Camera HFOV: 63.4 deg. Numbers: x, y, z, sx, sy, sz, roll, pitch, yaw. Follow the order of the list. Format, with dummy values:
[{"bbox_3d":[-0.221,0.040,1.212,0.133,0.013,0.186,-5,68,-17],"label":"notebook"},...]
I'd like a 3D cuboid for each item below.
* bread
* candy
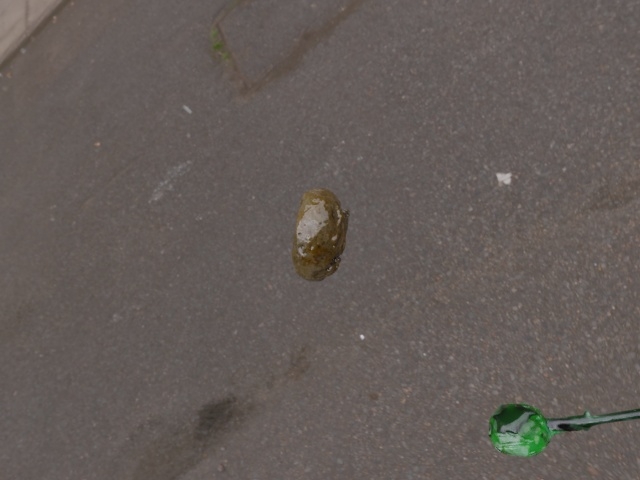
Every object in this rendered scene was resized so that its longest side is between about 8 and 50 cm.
[{"bbox_3d":[0.000,0.000,0.610,0.060,0.113,0.082,8,34,2],"label":"bread"},{"bbox_3d":[0.431,0.289,0.832,0.324,0.097,0.096,-21,54,29],"label":"candy"}]
